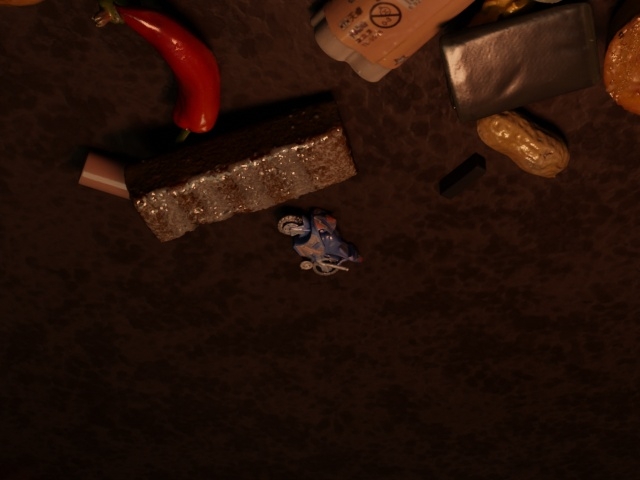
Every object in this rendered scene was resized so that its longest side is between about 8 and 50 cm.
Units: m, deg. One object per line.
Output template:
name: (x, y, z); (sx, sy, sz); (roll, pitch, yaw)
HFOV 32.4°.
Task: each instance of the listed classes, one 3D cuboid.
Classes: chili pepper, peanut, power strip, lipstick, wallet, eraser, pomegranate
chili pepper: (-0.242, -0.288, 1.894); (0.137, 0.092, 0.368); (-7, 143, 4)
peanut: (0.368, -0.180, 1.988); (0.214, 0.099, 0.099); (33, 133, -23)
power strip: (0.271, -0.120, 2.103); (0.029, 0.038, 0.111); (26, 138, -26)
lipstick: (-0.339, -0.106, 2.152); (0.254, 0.070, 0.070); (17, 139, -15)
wallet: (0.320, -0.288, 1.765); (0.245, 0.052, 0.168); (-14, 129, 6)
eraser: (0.134, -0.383, 1.758); (0.171, 0.087, 0.290); (30, 133, -26)
pomegranate: (-0.331, -0.381, 1.802); (0.073, 0.084, 0.073); (7, 145, 5)

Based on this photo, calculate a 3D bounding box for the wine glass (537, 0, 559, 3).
wine glass: (0.348, -0.464, 1.622); (0.103, 0.103, 0.231); (4, 145, 1)

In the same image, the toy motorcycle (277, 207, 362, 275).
toy motorcycle: (0.000, 0.000, 2.256); (0.114, 0.076, 0.205); (-22, 135, 19)

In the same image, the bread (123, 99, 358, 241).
bread: (-0.141, -0.124, 2.023); (0.416, 0.113, 0.165); (-18, 149, 9)

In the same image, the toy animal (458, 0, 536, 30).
toy animal: (0.279, -0.361, 1.789); (0.083, 0.070, 0.159); (-16, 164, -41)

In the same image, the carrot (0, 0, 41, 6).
carrot: (-0.431, -0.504, 1.561); (0.224, 0.224, 0.340); (18, 133, -16)

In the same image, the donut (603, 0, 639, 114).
donut: (0.590, -0.317, 1.773); (0.277, 0.108, 0.277); (3, 141, 3)
